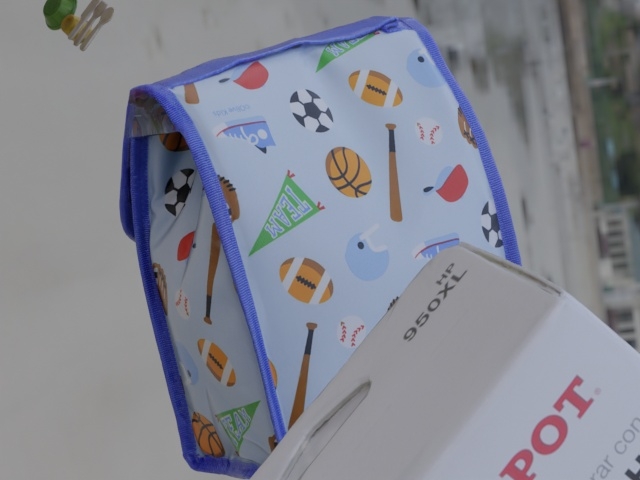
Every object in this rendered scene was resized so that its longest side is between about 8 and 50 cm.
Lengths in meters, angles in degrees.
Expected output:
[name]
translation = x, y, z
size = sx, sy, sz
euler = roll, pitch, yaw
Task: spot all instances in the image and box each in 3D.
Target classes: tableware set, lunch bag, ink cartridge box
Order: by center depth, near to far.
[ink cartridge box]
translation = 0.149, 0.235, 0.962
size = 0.395, 0.285, 0.166
euler = 40, -4, -18
[tableware set]
translation = -0.177, -0.235, 1.507
size = 0.024, 0.154, 0.104
euler = 32, 6, -46
[lunch bag]
translation = 0.000, 0.000, 1.665
size = 0.239, 0.328, 0.385
euler = 1, -72, 56
